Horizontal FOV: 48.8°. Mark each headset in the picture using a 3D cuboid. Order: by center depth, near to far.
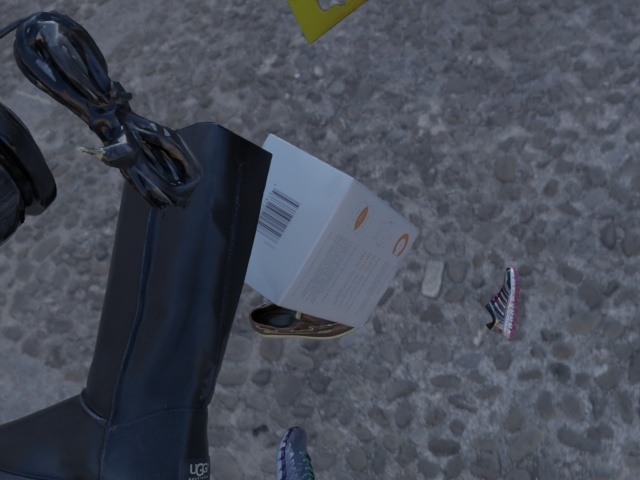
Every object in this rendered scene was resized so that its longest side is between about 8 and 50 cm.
[{"bbox_3d":[-0.260,-0.004,0.478,0.394,0.185,0.243,-34,20,31],"label":"headset"}]

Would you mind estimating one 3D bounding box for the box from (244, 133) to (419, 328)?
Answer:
[{"bbox_3d":[0.000,0.000,1.173,0.168,0.345,0.215,32,92,27],"label":"box"}]

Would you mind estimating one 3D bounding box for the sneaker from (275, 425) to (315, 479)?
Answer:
[{"bbox_3d":[-0.026,0.423,1.230,0.098,0.083,0.224,-15,38,22],"label":"sneaker"}]

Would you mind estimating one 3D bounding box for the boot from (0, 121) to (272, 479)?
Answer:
[{"bbox_3d":[-0.251,0.091,0.867,0.367,0.146,0.445,1,80,30],"label":"boot"}]

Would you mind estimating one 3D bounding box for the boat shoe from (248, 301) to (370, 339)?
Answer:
[{"bbox_3d":[-0.026,0.156,1.461,0.257,0.095,0.095,-12,65,12],"label":"boat shoe"}]

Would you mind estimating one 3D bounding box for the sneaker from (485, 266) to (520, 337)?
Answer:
[{"bbox_3d":[0.432,0.145,1.688,0.075,0.063,0.170,6,94,26],"label":"sneaker"}]

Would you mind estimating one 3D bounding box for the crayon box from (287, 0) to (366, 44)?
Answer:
[{"bbox_3d":[-0.013,-0.386,0.715,0.081,0.318,0.202,-28,9,-24],"label":"crayon box"}]
